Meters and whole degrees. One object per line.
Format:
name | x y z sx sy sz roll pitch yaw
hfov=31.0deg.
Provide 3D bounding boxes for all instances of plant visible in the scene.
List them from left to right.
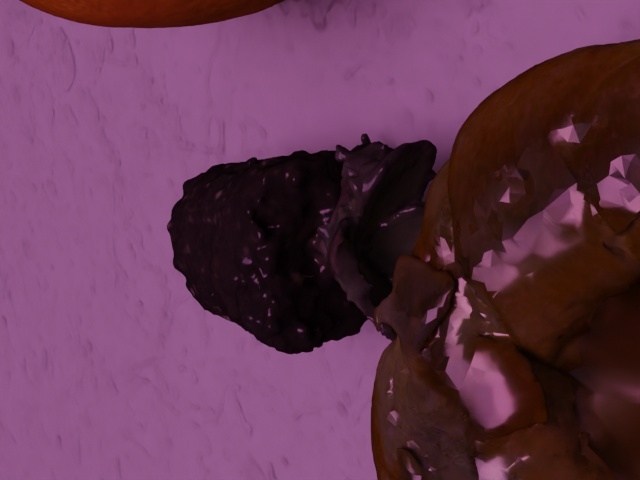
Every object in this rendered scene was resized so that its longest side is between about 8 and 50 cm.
plant | 0.000 0.000 0.744 0.203 0.131 0.142 14 106 52

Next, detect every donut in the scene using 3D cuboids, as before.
donut | 0.180 0.075 0.538 0.360 0.170 0.360 2 92 40

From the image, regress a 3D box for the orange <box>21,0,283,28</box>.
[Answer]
orange | -0.102 -0.275 0.681 0.312 0.312 0.312 9 104 43
